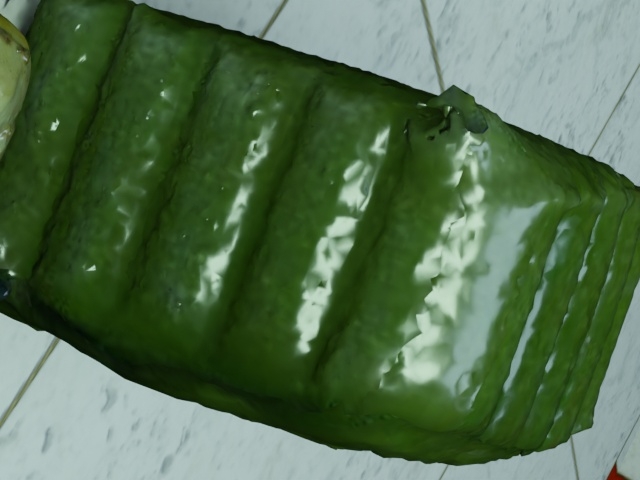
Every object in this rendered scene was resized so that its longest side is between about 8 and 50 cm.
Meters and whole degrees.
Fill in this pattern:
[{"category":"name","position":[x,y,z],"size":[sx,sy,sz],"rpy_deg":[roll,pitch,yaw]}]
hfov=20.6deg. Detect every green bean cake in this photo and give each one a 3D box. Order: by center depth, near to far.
[{"category":"green bean cake","position":[0.000,0.000,0.777],"size":[0.247,0.250,0.156],"rpy_deg":[11,100,-67]}]

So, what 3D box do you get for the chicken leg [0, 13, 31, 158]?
[{"category":"chicken leg","position":[-0.161,-0.010,0.665],"size":[0.178,0.070,0.093],"rpy_deg":[-66,164,15]}]
